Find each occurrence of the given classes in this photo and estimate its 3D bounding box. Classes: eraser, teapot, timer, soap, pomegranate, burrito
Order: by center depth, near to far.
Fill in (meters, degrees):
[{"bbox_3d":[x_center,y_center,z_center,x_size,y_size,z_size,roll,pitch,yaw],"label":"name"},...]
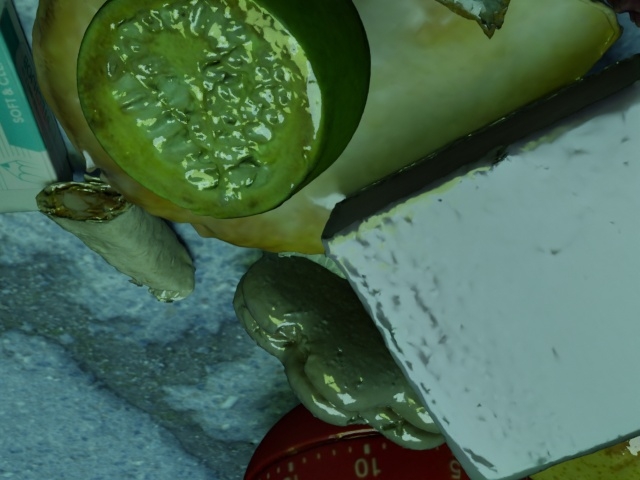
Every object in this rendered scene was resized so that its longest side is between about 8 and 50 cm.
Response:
[{"bbox_3d":[-0.076,-0.142,0.719,0.241,0.159,0.190,37,128,-7],"label":"pomegranate"},{"bbox_3d":[0.195,0.039,0.862,0.296,0.107,0.285,-24,104,21],"label":"soap"},{"bbox_3d":[-0.304,-0.119,0.957,0.096,0.052,0.225,-3,138,4],"label":"eraser"},{"bbox_3d":[-0.193,0.000,1.060,0.087,0.060,0.226,-8,153,15],"label":"burrito"},{"bbox_3d":[0.000,0.000,1.090,0.083,0.057,0.067,14,99,-9],"label":"teapot"},{"bbox_3d":[0.087,0.340,1.294,0.378,0.279,0.378,-1,139,-1],"label":"timer"}]

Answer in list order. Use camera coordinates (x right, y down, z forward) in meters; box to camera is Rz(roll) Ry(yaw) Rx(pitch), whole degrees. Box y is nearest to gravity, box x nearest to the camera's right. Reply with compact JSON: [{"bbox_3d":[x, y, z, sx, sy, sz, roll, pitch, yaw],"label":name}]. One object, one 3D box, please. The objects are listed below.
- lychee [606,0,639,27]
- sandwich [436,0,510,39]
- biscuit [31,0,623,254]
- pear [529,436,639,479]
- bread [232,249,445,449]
[{"bbox_3d":[0.300,-0.232,0.707,0.271,0.271,0.271,0,138,0],"label":"lychee"},{"bbox_3d":[0.072,-0.319,0.632,0.271,0.099,0.301,22,113,-22],"label":"sandwich"},{"bbox_3d":[-0.016,-0.160,0.875,0.429,0.104,0.446,21,131,-20],"label":"biscuit"},{"bbox_3d":[0.343,0.137,1.066,0.314,0.314,0.314,0,138,0],"label":"pear"},{"bbox_3d":[0.066,0.125,1.125,0.337,0.183,0.102,19,128,-16],"label":"bread"}]
